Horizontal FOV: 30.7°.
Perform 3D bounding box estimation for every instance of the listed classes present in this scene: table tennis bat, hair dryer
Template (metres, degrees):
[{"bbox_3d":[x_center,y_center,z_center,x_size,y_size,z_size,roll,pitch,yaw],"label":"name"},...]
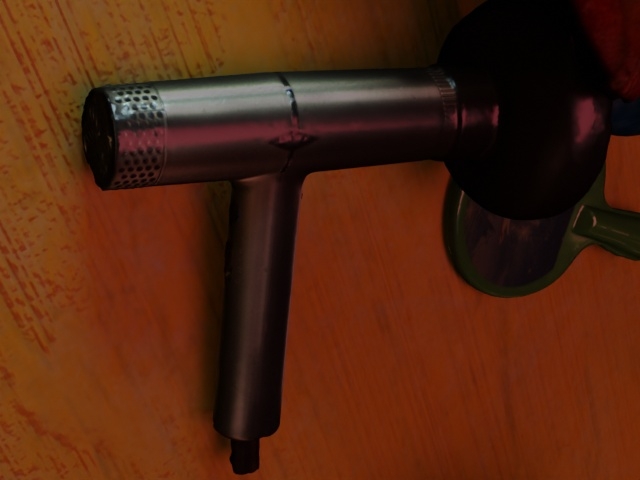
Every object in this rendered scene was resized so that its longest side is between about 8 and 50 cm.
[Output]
[{"bbox_3d":[0.200,-0.022,0.955,0.257,0.039,0.160,13,100,-40],"label":"table tennis bat"},{"bbox_3d":[0.007,-0.011,0.780,0.320,0.155,0.284,-15,137,-22],"label":"hair dryer"}]

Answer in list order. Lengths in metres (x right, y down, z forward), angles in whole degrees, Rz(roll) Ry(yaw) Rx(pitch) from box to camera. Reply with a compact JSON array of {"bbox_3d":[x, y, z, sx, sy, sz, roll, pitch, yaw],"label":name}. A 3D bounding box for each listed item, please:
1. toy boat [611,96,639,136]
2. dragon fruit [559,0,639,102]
[{"bbox_3d":[0.250,-0.224,0.888,0.330,0.123,0.215,-61,142,-19],"label":"toy boat"},{"bbox_3d":[0.159,-0.262,0.646,0.282,0.100,0.343,7,75,-60],"label":"dragon fruit"}]
